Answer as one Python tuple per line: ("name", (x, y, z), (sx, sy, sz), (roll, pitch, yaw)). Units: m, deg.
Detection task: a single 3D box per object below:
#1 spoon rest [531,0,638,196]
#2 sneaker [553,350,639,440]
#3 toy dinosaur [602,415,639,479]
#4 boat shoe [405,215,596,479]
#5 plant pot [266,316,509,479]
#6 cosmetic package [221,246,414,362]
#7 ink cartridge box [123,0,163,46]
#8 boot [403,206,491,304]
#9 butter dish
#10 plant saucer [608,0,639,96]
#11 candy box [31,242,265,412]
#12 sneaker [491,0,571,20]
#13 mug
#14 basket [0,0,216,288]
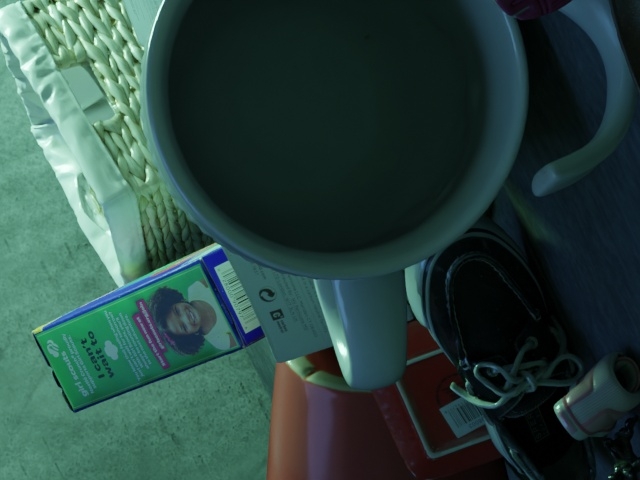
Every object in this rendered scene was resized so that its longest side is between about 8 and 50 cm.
("spoon rest", (0.140, -0.171, 1.172), (0.137, 0.084, 0.276), (128, 127, -77))
("sneaker", (0.238, 0.123, 1.479), (0.051, 0.070, 0.134), (52, -163, 10))
("toy dinosaur", (0.275, 0.216, 1.485), (0.118, 0.064, 0.268), (58, 174, -13))
("boat shoe", (0.166, 0.110, 1.574), (0.105, 0.113, 0.306), (51, 165, 55))
("plant pot", (0.063, 0.192, 1.931), (0.275, 0.275, 0.243), (-131, 28, -51))
("cosmetic package", (0.000, 0.000, 1.837), (0.184, 0.151, 0.151), (-87, -24, -65))
("ink cartridge box", (-0.159, -0.315, 1.749), (0.330, 0.071, 0.324), (36, 148, 62))
("boot", (0.084, -0.043, 1.695), (0.165, 0.077, 0.213), (58, 163, 20))
("butter dish", (0.136, 0.128, 1.752), (0.118, 0.160, 0.160), (-73, -40, -73))
("plant saucer", (0.247, -0.079, 0.923), (0.311, 0.050, 0.310), (60, 169, 20))
("candy box", (-0.135, 0.073, 2.139), (0.317, 0.268, 0.122), (-25, 91, 41))
("sneaker", (0.104, -0.254, 1.061), (0.111, 0.103, 0.252), (-134, 28, -60))
("mug", (0.004, -0.065, 1.430), (0.328, 0.276, 0.374), (-170, 67, -83))
("basket", (-0.219, -0.150, 2.337), (0.328, 0.266, 0.331), (58, 169, 22))
